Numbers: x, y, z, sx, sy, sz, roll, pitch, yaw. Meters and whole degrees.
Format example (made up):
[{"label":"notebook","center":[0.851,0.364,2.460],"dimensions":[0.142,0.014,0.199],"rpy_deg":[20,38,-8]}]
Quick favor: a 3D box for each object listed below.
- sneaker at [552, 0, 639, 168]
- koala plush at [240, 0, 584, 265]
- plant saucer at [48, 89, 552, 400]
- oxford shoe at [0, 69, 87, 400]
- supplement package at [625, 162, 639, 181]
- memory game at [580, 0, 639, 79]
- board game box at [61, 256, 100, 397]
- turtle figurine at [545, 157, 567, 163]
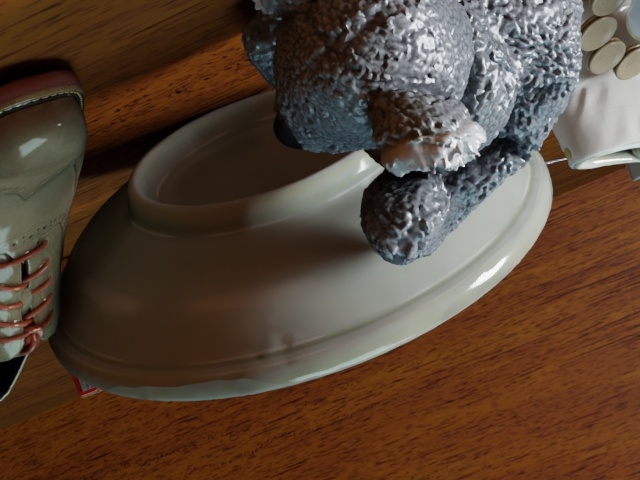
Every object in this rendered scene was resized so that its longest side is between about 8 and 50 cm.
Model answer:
[{"label":"sneaker","center":[0.327,-0.159,1.341],"dimensions":[0.292,0.169,0.108],"rpy_deg":[-21,172,-14]},{"label":"koala plush","center":[0.042,-0.107,0.839],"dimensions":[0.203,0.196,0.221],"rpy_deg":[-36,168,19]},{"label":"plant saucer","center":[-0.031,-0.033,1.096],"dimensions":[0.400,0.101,0.400],"rpy_deg":[-15,-155,7]},{"label":"oxford shoe","center":[-0.210,0.008,1.002],"dimensions":[0.123,0.130,0.348],"rpy_deg":[-21,163,-28]},{"label":"supplement package","center":[0.417,-0.181,1.525],"dimensions":[0.203,0.149,0.194],"rpy_deg":[-21,173,-9]},{"label":"memory game","center":[0.291,-0.205,1.202],"dimensions":[0.186,0.012,0.186],"rpy_deg":[-22,147,-15]},{"label":"board game box","center":[-0.193,0.067,1.570],"dimensions":[0.193,0.147,0.045],"rpy_deg":[-22,174,-6]},{"label":"turtle figurine","center":[0.149,-0.083,1.609],"dimensions":[0.234,0.118,0.175],"rpy_deg":[-7,158,1]}]
